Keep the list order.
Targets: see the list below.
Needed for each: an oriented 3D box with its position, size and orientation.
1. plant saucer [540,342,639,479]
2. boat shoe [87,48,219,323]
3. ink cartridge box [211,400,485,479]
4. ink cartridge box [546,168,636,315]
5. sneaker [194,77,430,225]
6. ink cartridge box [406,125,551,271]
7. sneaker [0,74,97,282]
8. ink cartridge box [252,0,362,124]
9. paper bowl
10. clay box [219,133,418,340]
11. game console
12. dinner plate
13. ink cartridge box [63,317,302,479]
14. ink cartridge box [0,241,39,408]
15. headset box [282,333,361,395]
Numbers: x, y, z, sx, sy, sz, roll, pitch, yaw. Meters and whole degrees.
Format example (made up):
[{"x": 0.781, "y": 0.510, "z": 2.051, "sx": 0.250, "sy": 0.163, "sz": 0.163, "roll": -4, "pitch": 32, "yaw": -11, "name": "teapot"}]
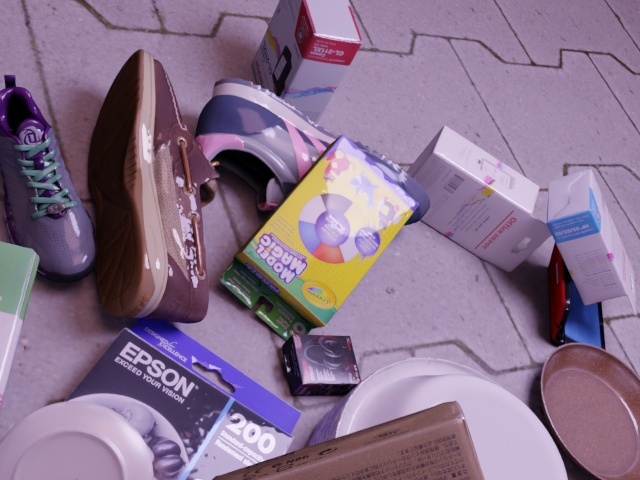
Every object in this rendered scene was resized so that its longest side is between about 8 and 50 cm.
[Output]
[{"x": 0.355, "y": 0.226, "z": 1.077, "sx": 0.198, "sy": 0.036, "sz": 0.199, "roll": 17, "pitch": 49, "yaw": -20, "name": "plant saucer"}, {"x": -0.177, "y": -0.062, "z": 0.944, "sx": 0.123, "sy": 0.123, "sz": 0.342, "roll": 17, "pitch": 47, "yaw": -37, "name": "boat shoe"}, {"x": 0.037, "y": 0.263, "z": 0.702, "sx": 0.234, "sy": 0.088, "sz": 0.193, "roll": -18, "pitch": 88, "yaw": 4, "name": "ink cartridge box"}, {"x": 0.363, "y": 0.010, "z": 1.125, "sx": 0.181, "sy": 0.061, "sz": 0.104, "roll": 58, "pitch": 31, "yaw": -24, "name": "ink cartridge box"}, {"x": -0.015, "y": -0.073, "z": 1.066, "sx": 0.319, "sy": 0.112, "sz": 0.131, "roll": 26, "pitch": 67, "yaw": -11, "name": "sneaker"}, {"x": 0.216, "y": -0.053, "z": 1.159, "sx": 0.198, "sy": 0.115, "sz": 0.067, "roll": 33, "pitch": 46, "yaw": -6, "name": "ink cartridge box"}, {"x": -0.295, "y": -0.063, "z": 0.869, "sx": 0.083, "sy": 0.098, "sz": 0.224, "roll": -21, "pitch": 65, "yaw": -22, "name": "sneaker"}, {"x": -0.023, "y": -0.250, "z": 1.132, "sx": 0.072, "sy": 0.175, "sz": 0.127, "roll": 2, "pitch": 55, "yaw": -26, "name": "ink cartridge box"}, {"x": 0.133, "y": 0.252, "z": 0.851, "sx": 0.284, "sy": 0.148, "sz": 0.284, "roll": 17, "pitch": 49, "yaw": -20, "name": "paper bowl"}, {"x": 0.000, "y": 0.000, "z": 0.972, "sx": 0.127, "sy": 0.053, "sz": 0.222, "roll": 42, "pitch": 68, "yaw": -8, "name": "clay box"}, {"x": 0.363, "y": 0.078, "z": 1.168, "sx": 0.085, "sy": 0.124, "sz": 0.144, "roll": 5, "pitch": 48, "yaw": 6, "name": "game console"}, {"x": -0.215, "y": 0.209, "z": 0.722, "sx": 0.141, "sy": 0.017, "sz": 0.141, "roll": 2, "pitch": 80, "yaw": -10, "name": "dinner plate"}, {"x": -0.135, "y": 0.180, "z": 0.819, "sx": 0.206, "sy": 0.045, "sz": 0.208, "roll": 34, "pitch": 45, "yaw": -2, "name": "ink cartridge box"}, {"x": -0.309, "y": 0.157, "z": 0.623, "sx": 0.117, "sy": 0.201, "sz": 0.278, "roll": 16, "pitch": 50, "yaw": -18, "name": "ink cartridge box"}, {"x": -0.003, "y": 0.139, "z": 0.937, "sx": 0.083, "sy": 0.032, "sz": 0.062, "roll": 6, "pitch": 53, "yaw": -28, "name": "headset box"}]
